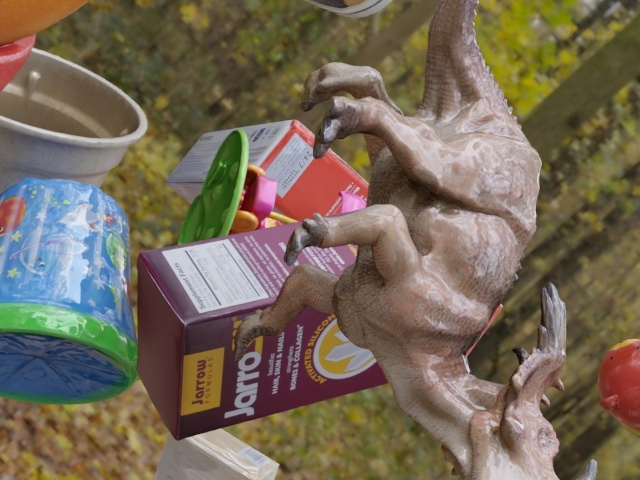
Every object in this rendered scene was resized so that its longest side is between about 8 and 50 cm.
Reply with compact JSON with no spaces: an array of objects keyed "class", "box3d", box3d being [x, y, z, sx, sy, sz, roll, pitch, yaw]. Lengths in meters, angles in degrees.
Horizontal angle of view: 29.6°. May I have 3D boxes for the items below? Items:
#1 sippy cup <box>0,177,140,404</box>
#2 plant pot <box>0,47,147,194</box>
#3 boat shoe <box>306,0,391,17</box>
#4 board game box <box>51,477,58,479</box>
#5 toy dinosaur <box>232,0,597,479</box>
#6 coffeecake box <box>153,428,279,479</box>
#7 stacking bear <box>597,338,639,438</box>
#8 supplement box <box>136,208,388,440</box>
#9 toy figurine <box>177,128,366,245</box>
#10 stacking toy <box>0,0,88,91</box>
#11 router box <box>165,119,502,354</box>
[{"class":"sippy cup","box3d":[-0.326,0.055,1.464,0.305,0.240,0.224,29,53,-38]},{"class":"plant pot","box3d":[-0.449,-0.082,1.680,0.334,0.305,0.334,21,21,-8]},{"class":"boat shoe","box3d":[-0.092,-0.431,1.594,0.500,0.187,0.156,31,-5,42]},{"class":"board game box","box3d":[-0.414,0.409,1.625,0.035,0.201,0.136,-93,159,-63]},{"class":"toy dinosaur","box3d":[0.076,0.002,0.674,0.200,0.295,0.127,15,-5,-11]},{"class":"coffeecake box","box3d":[-0.154,0.352,1.625,0.142,0.185,0.068,27,22,21]},{"class":"stacking bear","box3d":[0.468,0.203,1.691,0.289,0.175,0.164,14,59,-61]},{"class":"supplement box","box3d":[-0.025,0.053,0.824,0.081,0.188,0.104,50,-37,44]},{"class":"toy figurine","box3d":[-0.029,-0.005,1.088,0.159,0.130,0.173,17,-29,-18]},{"class":"stacking toy","box3d":[-0.353,-0.131,0.805,0.351,0.480,0.350,32,18,-12]},{"class":"router box","box3d":[0.000,0.000,1.348,0.301,0.082,0.335,41,-12,-18]}]
